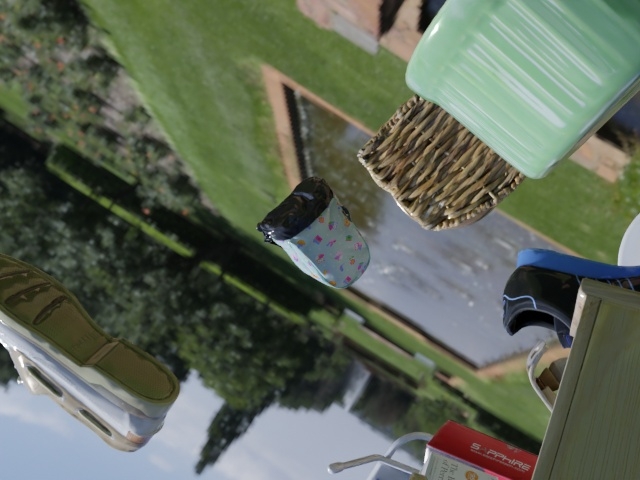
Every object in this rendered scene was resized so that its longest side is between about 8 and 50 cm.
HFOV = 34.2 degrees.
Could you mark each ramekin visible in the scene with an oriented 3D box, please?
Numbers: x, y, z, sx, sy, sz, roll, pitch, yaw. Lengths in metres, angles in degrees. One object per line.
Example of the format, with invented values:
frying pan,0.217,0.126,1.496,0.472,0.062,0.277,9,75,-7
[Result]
ramekin,0.231,-0.193,0.894,0.148,0.303,0.303,46,175,8

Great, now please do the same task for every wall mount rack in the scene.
wall mount rack,0.084,0.501,1.893,0.304,0.350,0.130,24,-163,-21

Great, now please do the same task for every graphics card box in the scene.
graphics card box,0.270,0.505,1.709,0.233,0.371,0.094,19,-152,27

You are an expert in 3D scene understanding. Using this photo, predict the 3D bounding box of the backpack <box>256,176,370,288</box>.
backpack,0.000,0.000,1.796,0.182,0.152,0.115,52,174,-30

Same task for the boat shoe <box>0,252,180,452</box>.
boat shoe,-0.307,0.132,1.200,0.302,0.103,0.113,36,-153,13

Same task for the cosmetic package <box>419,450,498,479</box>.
cosmetic package,0.149,0.387,1.301,0.099,0.239,0.060,22,136,2

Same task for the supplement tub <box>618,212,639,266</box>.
supplement tub,0.590,0.056,1.558,0.235,0.235,0.325,28,-175,33

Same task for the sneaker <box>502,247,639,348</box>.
sneaker,0.294,0.072,1.034,0.232,0.090,0.081,8,158,32

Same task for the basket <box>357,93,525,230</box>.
basket,0.238,-0.172,1.613,0.213,0.299,0.223,44,-163,-1

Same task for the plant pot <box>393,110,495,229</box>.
plant pot,0.225,-0.136,1.924,0.237,0.237,0.110,30,-167,16

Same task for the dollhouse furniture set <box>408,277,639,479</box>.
dollhouse furniture set,0.243,0.257,0.854,0.362,0.256,0.394,16,148,17

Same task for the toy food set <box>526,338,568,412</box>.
toy food set,0.473,0.310,1.832,0.306,0.092,0.220,53,-174,8
